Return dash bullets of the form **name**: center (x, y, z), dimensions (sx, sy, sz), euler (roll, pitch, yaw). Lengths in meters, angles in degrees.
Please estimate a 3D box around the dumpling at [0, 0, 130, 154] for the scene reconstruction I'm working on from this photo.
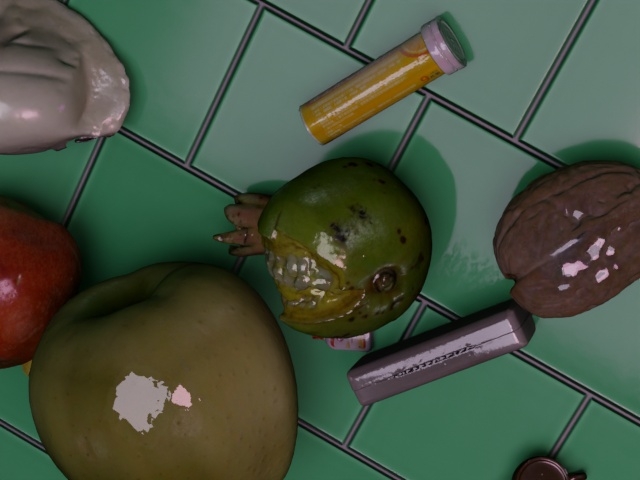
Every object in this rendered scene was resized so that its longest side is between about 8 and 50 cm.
- **dumpling**: center (-0.404, -0.225, 1.858), dimensions (0.175, 0.243, 0.227), euler (-2, 86, 55)

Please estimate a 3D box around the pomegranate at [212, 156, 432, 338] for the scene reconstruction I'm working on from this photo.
- **pomegranate**: center (0.000, 0.000, 1.781), dimensions (0.302, 0.236, 0.236), euler (19, 112, 44)

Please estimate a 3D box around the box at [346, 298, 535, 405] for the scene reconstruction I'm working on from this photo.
- **box**: center (0.159, 0.146, 1.816), dimensions (0.243, 0.103, 0.055), euler (-23, 93, 19)

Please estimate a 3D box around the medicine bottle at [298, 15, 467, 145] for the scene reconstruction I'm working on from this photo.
- **medicine bottle**: center (0.077, -0.199, 1.765), dimensions (0.218, 0.074, 0.074), euler (-30, 95, 21)

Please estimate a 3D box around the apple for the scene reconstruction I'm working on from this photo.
- **apple**: center (-0.203, 0.205, 1.805), dimensions (0.357, 0.357, 0.357), euler (4, 105, 14)

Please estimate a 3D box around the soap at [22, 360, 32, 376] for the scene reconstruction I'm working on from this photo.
- **soap**: center (-0.379, 0.185, 2.005), dimensions (0.168, 0.033, 0.089), euler (27, 107, 7)

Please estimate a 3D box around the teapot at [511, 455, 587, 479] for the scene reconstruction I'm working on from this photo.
- **teapot**: center (0.299, 0.326, 1.851), dimensions (0.121, 0.068, 0.076), euler (-12, 80, -4)

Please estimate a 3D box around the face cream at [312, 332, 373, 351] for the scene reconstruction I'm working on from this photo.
- **face cream**: center (0.030, 0.131, 1.890), dimensions (0.083, 0.021, 0.040), euler (2, 104, 15)

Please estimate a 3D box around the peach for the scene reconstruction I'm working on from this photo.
- **peach**: center (-0.451, 0.070, 1.894), dimensions (0.232, 0.232, 0.257), euler (28, 93, 6)

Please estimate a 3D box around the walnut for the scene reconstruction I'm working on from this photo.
- **walnut**: center (0.323, -0.009, 1.706), dimensions (0.230, 0.178, 0.178), euler (-30, 95, 14)
